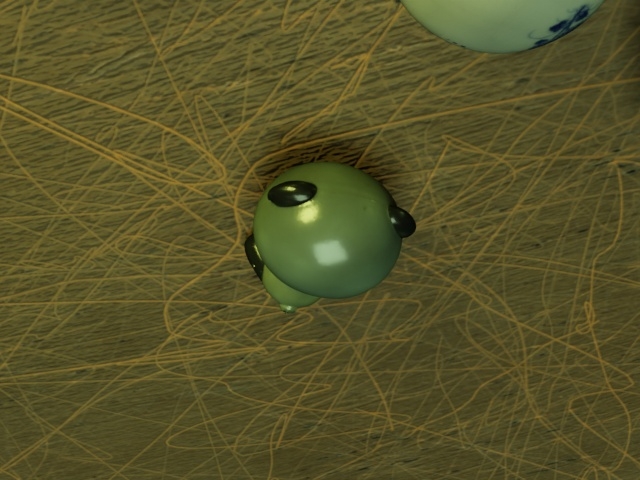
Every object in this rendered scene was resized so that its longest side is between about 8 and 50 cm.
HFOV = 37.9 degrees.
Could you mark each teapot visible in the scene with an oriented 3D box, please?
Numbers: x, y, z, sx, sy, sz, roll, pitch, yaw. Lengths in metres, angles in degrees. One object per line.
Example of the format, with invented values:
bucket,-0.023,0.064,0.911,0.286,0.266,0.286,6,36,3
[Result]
teapot,0.171,-0.309,0.935,0.424,0.280,0.252,-13,91,-16

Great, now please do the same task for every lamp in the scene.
lamp,0.000,0.000,1.232,0.198,0.198,0.244,14,152,-16
